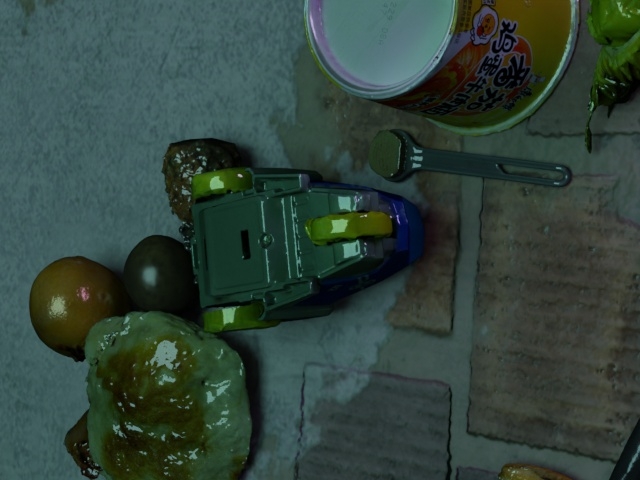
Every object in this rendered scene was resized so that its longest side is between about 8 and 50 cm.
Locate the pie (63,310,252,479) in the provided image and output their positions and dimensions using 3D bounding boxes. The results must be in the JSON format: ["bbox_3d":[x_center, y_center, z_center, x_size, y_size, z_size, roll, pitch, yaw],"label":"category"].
[{"bbox_3d":[-0.199,0.222,2.158,0.257,0.105,0.274,26,117,22],"label":"pie"}]

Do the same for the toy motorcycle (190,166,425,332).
[{"bbox_3d":[0.000,0.000,1.954,0.326,0.200,0.191,-10,84,50],"label":"toy motorcycle"}]

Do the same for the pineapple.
[{"bbox_3d":[-0.142,-0.031,2.123,0.108,0.108,0.198,0,99,39],"label":"pineapple"}]

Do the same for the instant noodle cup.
[{"bbox_3d":[0.121,-0.245,1.842,0.264,0.200,0.264,1,92,38],"label":"instant noodle cup"}]

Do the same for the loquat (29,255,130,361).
[{"bbox_3d":[-0.320,0.090,2.240,0.141,0.141,0.141,0,89,39],"label":"loquat"}]

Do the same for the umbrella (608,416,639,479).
[{"bbox_3d":[0.331,0.226,1.776,0.036,0.031,0.133,34,109,32],"label":"umbrella"}]

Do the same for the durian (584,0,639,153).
[{"bbox_3d":[0.334,-0.235,1.693,0.132,0.106,0.375,60,137,28],"label":"durian"}]

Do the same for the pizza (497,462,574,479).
[{"bbox_3d":[0.256,0.303,1.832,0.160,0.036,0.099,28,107,36],"label":"pizza"}]

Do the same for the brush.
[{"bbox_3d":[0.163,-0.087,1.915,0.266,0.027,0.062,9,96,38],"label":"brush"}]

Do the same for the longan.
[{"bbox_3d":[-0.205,0.053,2.170,0.106,0.106,0.119,46,131,29],"label":"longan"}]
